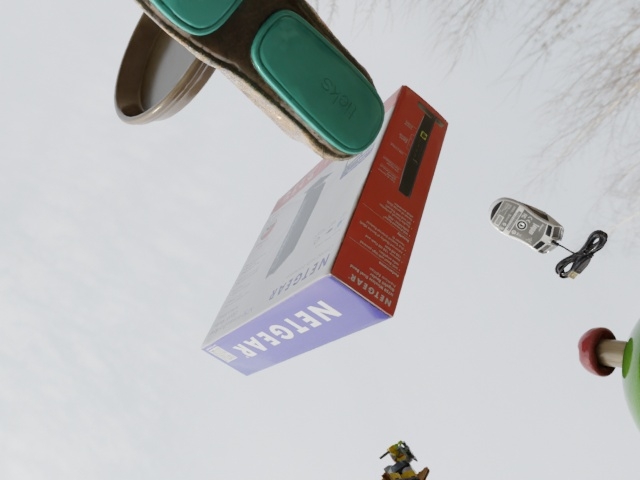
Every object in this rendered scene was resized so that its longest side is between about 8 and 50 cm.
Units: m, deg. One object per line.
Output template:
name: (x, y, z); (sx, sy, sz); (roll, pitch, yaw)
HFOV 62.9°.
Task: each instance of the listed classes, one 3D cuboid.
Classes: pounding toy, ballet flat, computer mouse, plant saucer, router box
pounding toy: (0.358, 0.120, 0.541); (0.236, 0.110, 0.183); (-31, -78, -28)
ballet flat: (-0.071, -0.173, 0.392); (0.108, 0.106, 0.316); (-48, -51, -6)
computer mouse: (0.392, -0.018, 0.929); (0.193, 0.106, 0.042); (36, -146, 18)
plant saucer: (-0.192, -0.278, 0.712); (0.041, 0.277, 0.278); (25, -130, -42)
router box: (0.000, 0.000, 0.691); (0.082, 0.335, 0.301); (35, -128, -16)

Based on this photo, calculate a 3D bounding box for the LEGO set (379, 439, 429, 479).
LEGO set: (0.046, 0.331, 0.546); (0.255, 0.192, 0.331); (-43, -57, 1)
